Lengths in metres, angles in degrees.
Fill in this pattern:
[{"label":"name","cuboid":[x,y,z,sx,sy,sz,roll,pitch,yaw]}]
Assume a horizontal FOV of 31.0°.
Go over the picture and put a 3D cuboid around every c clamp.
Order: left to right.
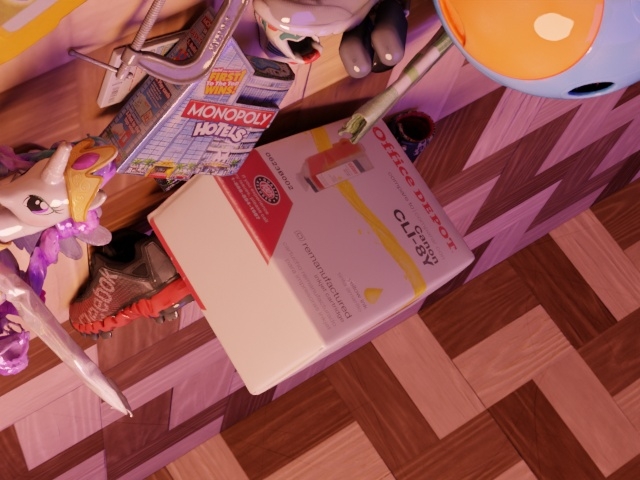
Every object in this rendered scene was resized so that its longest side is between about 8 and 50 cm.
[{"label":"c clamp","cuboid":[-0.149,-0.215,1.140,0.137,0.022,0.161,24,115,-32]}]

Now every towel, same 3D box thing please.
[{"label":"towel","cuboid":[0.151,-0.256,1.474,0.325,0.038,0.248,-45,-178,-4]}]

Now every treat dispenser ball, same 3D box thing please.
[{"label":"treat dispenser ball","cuboid":[0.251,-0.287,1.167,0.288,0.288,0.288,-32,164,-11]}]

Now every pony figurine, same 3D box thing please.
[{"label":"pony figurine","cuboid":[-0.341,0.033,1.175,0.363,0.303,0.351,-19,154,-2]}]

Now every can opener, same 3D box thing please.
[{"label":"can opener","cuboid":[0.075,-0.227,1.343,0.076,0.095,0.283,-19,-161,13]}]

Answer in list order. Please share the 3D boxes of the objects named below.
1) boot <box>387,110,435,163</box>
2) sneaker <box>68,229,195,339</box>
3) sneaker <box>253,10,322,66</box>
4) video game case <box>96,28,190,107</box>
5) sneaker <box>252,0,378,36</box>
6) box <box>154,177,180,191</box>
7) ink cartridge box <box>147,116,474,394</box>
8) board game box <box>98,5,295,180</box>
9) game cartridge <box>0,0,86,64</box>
[{"label":"boot","cuboid":[0.074,-0.112,1.851,0.236,0.085,0.179,-29,162,-43]},{"label":"sneaker","cuboid":[-0.275,0.056,1.606,0.276,0.135,0.097,-19,-167,46]},{"label":"sneaker","cuboid":[-0.031,-0.224,1.334,0.057,0.075,0.161,-34,164,-4]},{"label":"video game case","cuboid":[-0.180,-0.189,1.251,0.122,0.011,0.087,-24,159,-35]},{"label":"sneaker","cuboid":[0.041,-0.314,1.236,0.281,0.105,0.115,-33,149,-27]},{"label":"box","cuboid":[-0.187,-0.106,1.396,0.062,0.052,0.083,-36,163,-4]},{"label":"ink cartridge box","cuboid":[0.000,0.000,1.592,0.160,0.279,0.384,-38,171,39]},{"label":"board game box","cuboid":[-0.117,-0.156,1.274,0.194,0.060,0.194,3,133,-44]},{"label":"game cartridge","cuboid":[-0.243,-0.248,0.888,0.323,0.053,0.285,-37,164,3]}]
